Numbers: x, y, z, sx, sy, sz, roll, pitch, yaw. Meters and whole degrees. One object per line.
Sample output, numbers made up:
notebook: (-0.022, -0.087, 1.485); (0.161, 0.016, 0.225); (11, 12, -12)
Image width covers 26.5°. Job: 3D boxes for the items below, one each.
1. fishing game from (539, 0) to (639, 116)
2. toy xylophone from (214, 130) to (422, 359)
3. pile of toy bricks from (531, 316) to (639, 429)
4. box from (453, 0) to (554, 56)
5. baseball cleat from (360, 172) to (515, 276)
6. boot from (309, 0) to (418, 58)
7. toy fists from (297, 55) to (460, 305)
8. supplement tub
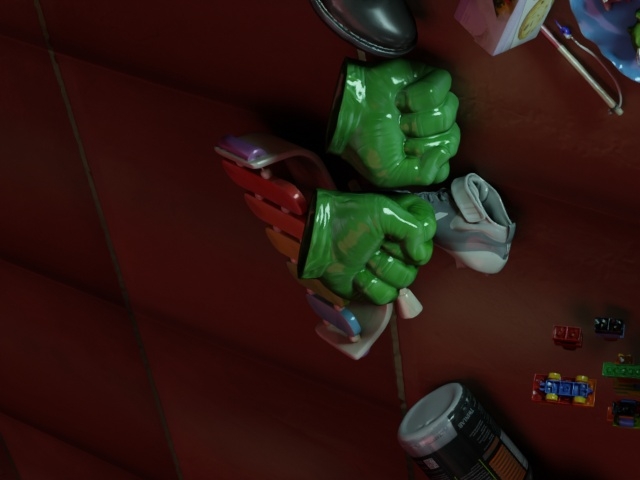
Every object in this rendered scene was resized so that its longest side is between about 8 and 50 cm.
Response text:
fishing game: (0.305, -0.210, 1.232); (0.189, 0.041, 0.264); (47, 144, -4)
toy xylophone: (0.000, 0.000, 1.639); (0.323, 0.081, 0.236); (60, 164, -19)
pile of toy bricks: (0.355, 0.161, 1.546); (0.212, 0.118, 0.105); (5, 162, 18)
box: (0.203, -0.297, 1.197); (0.063, 0.067, 0.324); (49, 147, 20)
baseball cleat: (0.134, -0.041, 1.555); (0.206, 0.072, 0.109); (27, 120, 24)
boot: (0.062, -0.313, 1.298); (0.263, 0.091, 0.229); (52, 143, -13)
toy fists: (0.070, -0.060, 1.468); (0.142, 0.096, 0.279); (9, 107, -9)
supplement tub: (0.200, 0.291, 1.792); (0.190, 0.117, 0.117); (51, 143, -13)
